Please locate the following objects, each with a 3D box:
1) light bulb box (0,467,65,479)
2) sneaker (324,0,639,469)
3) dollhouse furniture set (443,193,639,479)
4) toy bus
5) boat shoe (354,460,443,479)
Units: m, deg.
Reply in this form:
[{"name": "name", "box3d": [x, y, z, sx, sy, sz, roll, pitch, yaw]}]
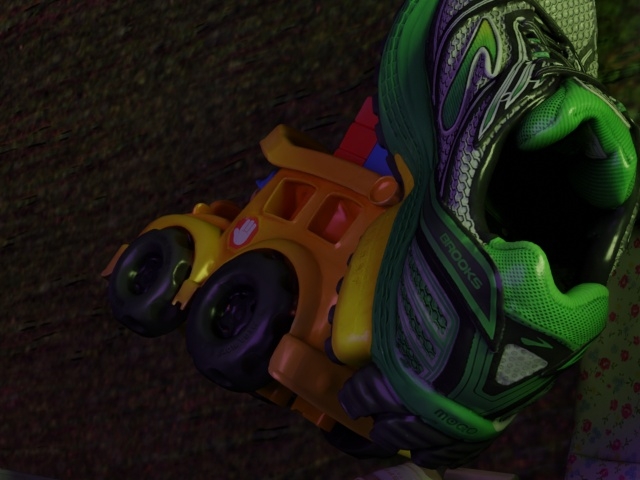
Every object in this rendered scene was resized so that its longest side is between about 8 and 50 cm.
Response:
[{"name": "light bulb box", "box3d": [-0.311, 0.380, 1.046, 0.361, 0.225, 0.358, -39, 50, 29]}, {"name": "sneaker", "box3d": [0.112, -0.049, 0.813, 0.146, 0.134, 0.343, -38, 30, 42]}, {"name": "dollhouse furniture set", "box3d": [0.177, 0.004, 0.745, 0.355, 0.174, 0.303, -3, 71, 45]}, {"name": "toy bus", "box3d": [0.000, 0.000, 0.954, 0.220, 0.149, 0.211, 22, 83, 50]}, {"name": "boat shoe", "box3d": [0.049, 0.197, 0.852, 0.056, 0.048, 0.153, 1, 100, 61]}]
